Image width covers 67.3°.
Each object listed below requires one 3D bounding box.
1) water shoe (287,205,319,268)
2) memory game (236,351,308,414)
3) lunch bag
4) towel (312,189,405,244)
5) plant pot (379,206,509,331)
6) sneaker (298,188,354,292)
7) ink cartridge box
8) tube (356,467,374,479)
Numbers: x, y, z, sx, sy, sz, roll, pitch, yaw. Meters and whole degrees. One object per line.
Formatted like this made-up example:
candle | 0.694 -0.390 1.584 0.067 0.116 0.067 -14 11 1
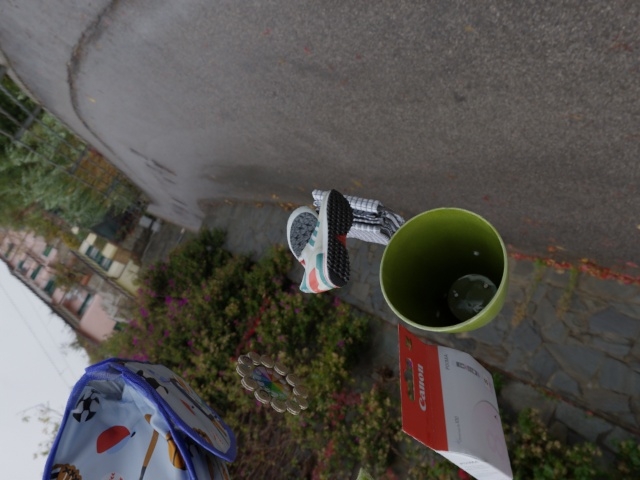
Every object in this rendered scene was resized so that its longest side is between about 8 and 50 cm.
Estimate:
water shoe | -0.016 0.006 0.912 0.080 0.073 0.203 -101 -6 -50
memory game | -0.102 0.307 1.051 0.186 0.012 0.186 33 -169 -7
lunch bag | -0.228 0.359 0.674 0.239 0.385 0.328 -13 166 -11
towel | 0.120 -0.058 1.503 0.235 0.121 0.284 12 177 25
plant pot | 0.324 0.106 1.135 0.275 0.274 0.293 24 173 37
sneaker | 0.000 0.000 0.667 0.075 0.161 0.057 -25 137 35
ink cartridge box | 0.215 0.255 0.772 0.066 0.189 0.232 -26 127 28
tube | 0.094 0.591 1.079 0.062 0.070 0.240 -11 174 20
